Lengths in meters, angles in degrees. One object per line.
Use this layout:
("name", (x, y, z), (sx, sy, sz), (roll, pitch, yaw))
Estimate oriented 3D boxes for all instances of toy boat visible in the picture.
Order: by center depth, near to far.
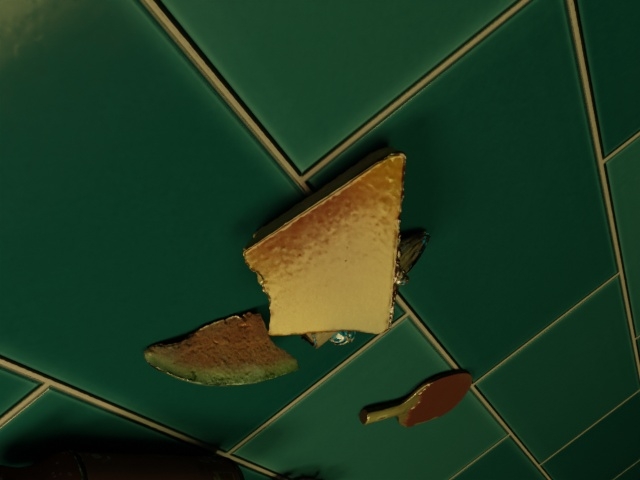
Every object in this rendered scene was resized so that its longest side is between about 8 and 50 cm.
("toy boat", (0.054, 0.053, 0.764), (0.210, 0.066, 0.084), (-37, 152, -15))

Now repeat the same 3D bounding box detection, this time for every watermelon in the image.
("watermelon", (-0.121, 0.136, 0.735), (0.155, 0.080, 0.101), (-12, 169, -28))

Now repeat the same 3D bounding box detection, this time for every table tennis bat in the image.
("table tennis bat", (0.164, 0.275, 1.079), (0.234, 0.022, 0.131), (-4, 131, -34))

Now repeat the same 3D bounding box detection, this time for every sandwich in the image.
("sandwich", (0.000, 0.000, 0.654), (0.162, 0.058, 0.193), (0, 105, -13))

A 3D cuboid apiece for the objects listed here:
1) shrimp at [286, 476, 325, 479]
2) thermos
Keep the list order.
("shrimp", (-0.017, 0.424, 1.068), (0.165, 0.056, 0.065), (13, 114, -45))
("thermos", (-0.255, 0.306, 0.768), (0.330, 0.136, 0.109), (22, 81, -45))
